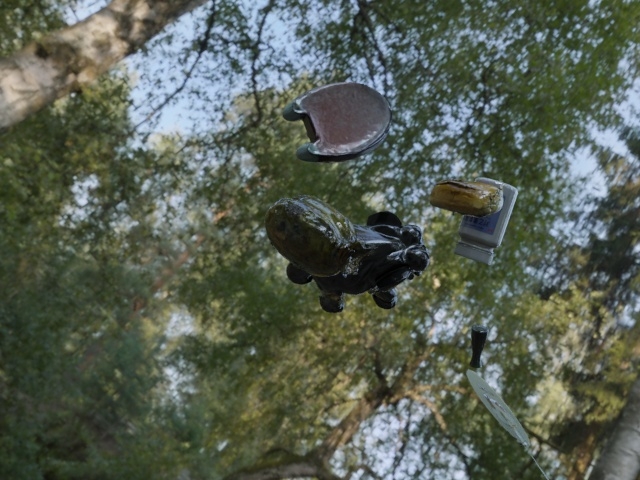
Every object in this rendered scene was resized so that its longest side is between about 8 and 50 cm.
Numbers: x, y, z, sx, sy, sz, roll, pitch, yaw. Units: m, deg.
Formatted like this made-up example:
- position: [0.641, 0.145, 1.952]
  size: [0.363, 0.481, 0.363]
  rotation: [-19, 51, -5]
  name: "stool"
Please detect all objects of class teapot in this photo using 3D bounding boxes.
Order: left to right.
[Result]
- position: [0.395, 0.269, 1.730]
  size: [0.043, 0.043, 0.110]
  rotation: [16, -66, 35]
  name: "teapot"

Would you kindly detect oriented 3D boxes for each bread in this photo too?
- position: [0.222, -0.067, 1.043]
  size: [0.106, 0.072, 0.053]
  rotation: [15, -62, 47]
  name: "bread"

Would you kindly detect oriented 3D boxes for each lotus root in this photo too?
- position: [-0.001, 0.002, 1.396]
  size: [0.278, 0.154, 0.154]
  rotation: [29, -35, 36]
  name: "lotus root"

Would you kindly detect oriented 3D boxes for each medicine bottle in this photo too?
- position: [0.378, -0.044, 1.589]
  size: [0.103, 0.186, 0.103]
  rotation: [19, 3, -1]
  name: "medicine bottle"

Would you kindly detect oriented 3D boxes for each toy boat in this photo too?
- position: [0.035, -0.228, 1.359]
  size: [0.085, 0.227, 0.155]
  rotation: [-29, -98, 65]
  name: "toy boat"

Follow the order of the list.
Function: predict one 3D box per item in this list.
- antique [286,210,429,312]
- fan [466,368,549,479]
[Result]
- position: [0.096, 0.058, 1.604]
  size: [0.255, 0.322, 0.185]
  rotation: [118, -34, -59]
  name: "antique"
- position: [0.377, 0.377, 1.331]
  size: [0.191, 0.009, 0.329]
  rotation: [35, 17, -45]
  name: "fan"
